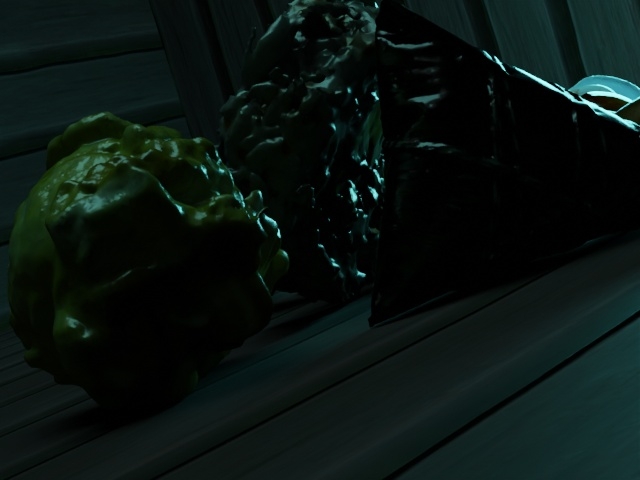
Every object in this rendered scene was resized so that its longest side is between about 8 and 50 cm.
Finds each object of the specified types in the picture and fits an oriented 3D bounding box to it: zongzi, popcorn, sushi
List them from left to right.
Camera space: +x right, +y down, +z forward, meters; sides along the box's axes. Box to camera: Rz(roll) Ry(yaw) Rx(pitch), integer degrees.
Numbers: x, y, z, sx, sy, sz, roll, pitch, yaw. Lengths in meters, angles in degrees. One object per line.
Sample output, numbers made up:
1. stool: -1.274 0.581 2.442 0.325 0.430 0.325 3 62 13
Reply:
1. popcorn: -0.181 0.030 1.395 0.312 0.312 0.312 -17 3 1
2. sushi: 0.011 -0.126 1.682 0.176 0.417 0.417 19 16 18
3. zongzi: 0.185 -0.033 1.517 0.383 0.362 0.319 25 -21 -26

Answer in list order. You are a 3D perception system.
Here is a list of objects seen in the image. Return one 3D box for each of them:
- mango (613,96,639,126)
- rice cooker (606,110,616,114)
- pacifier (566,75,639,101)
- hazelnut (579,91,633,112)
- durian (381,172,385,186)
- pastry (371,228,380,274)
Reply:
1. mango: 0.428 -0.125 1.650 0.221 0.120 0.151 -37 -24 28
2. rice cooker: 0.372 -0.104 1.910 0.203 0.142 0.118 -17 -9 -28
3. pacifier: 0.455 -0.156 2.358 0.287 0.238 0.226 -22 -28 -3
4. hazelnut: 0.429 -0.136 2.073 0.182 0.182 0.182 -17 3 1
5. durian: 0.167 -0.111 2.127 0.291 0.224 0.291 24 -7 3
6. pastry: 0.125 -0.004 1.937 0.166 0.088 0.166 -18 4 1
